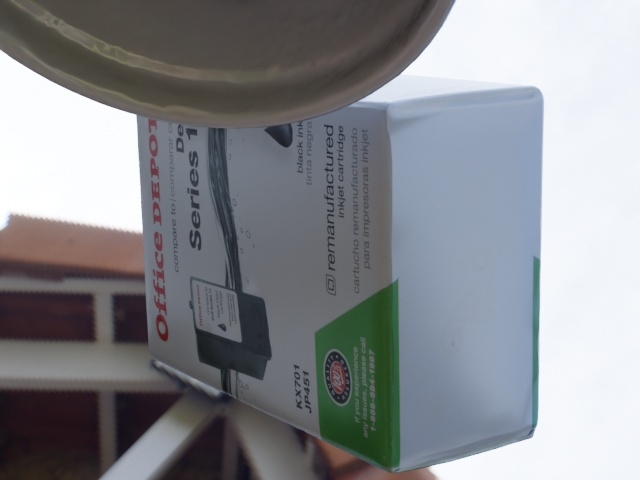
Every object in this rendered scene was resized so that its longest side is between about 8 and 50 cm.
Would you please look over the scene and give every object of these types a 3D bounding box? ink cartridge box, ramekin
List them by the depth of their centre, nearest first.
[{"bbox_3d":[-0.041,-0.149,0.454,0.207,0.109,0.207,9,-39,8],"label":"ramekin"},{"bbox_3d":[0.000,0.000,0.612,0.208,0.086,0.153,14,-71,54],"label":"ink cartridge box"}]
